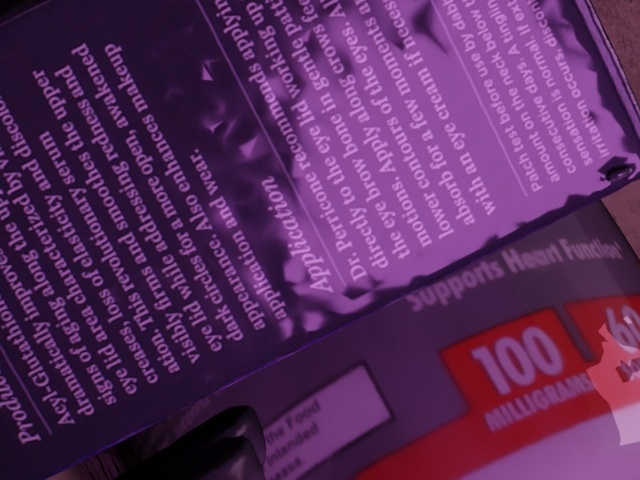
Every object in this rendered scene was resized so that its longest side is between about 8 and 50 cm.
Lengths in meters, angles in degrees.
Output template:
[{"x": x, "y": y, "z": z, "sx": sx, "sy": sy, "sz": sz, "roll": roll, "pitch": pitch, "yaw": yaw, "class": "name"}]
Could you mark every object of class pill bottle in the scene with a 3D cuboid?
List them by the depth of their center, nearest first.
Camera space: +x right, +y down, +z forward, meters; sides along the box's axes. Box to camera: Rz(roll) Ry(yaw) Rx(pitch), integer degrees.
[{"x": -0.009, "y": -0.014, "z": 0.717, "sx": 0.363, "sy": 0.210, "sz": 0.210, "roll": 61, "pitch": 2, "yaw": 23, "class": "pill bottle"}]

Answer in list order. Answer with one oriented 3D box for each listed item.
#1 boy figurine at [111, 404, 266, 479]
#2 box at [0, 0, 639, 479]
[{"x": 0.013, "y": 0.190, "z": 0.466, "sx": 0.285, "sy": 0.092, "sz": 0.177, "roll": 59, "pitch": 0, "yaw": -1, "class": "boy figurine"}, {"x": -0.036, "y": -0.034, "z": 0.487, "sx": 0.108, "sy": 0.207, "sz": 0.153, "roll": 62, "pitch": 4, "yaw": -14, "class": "box"}]
